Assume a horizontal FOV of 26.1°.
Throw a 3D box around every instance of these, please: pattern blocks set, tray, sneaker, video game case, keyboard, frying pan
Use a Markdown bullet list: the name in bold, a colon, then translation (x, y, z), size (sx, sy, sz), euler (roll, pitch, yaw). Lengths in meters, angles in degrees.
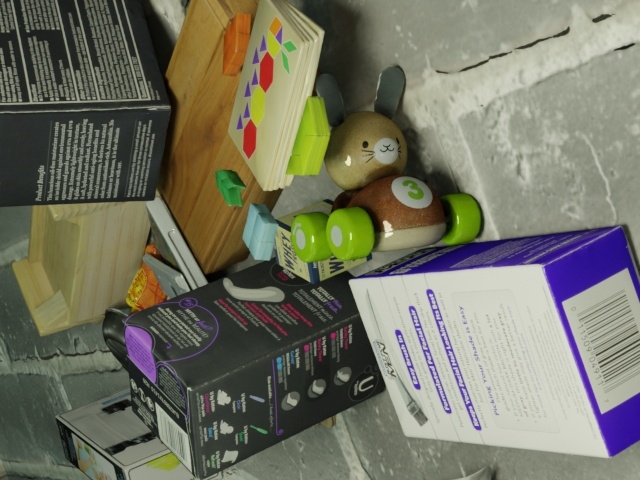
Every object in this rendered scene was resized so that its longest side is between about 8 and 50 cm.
- **pattern blocks set**: translation (-0.046, -0.159, 1.425), size (0.285, 0.026, 0.324), euler (-115, 36, -45)
- **tray**: translation (-0.122, -0.140, 1.729), size (0.202, 0.076, 0.411), euler (59, 152, 17)
- **sneaker**: translation (-0.268, 0.076, 2.150), size (0.064, 0.067, 0.175), euler (50, 146, 34)
- **video game case**: translation (-0.186, 0.059, 1.960), size (0.206, 0.026, 0.227), euler (60, 170, 12)
- **keyboard**: translation (-0.212, 0.064, 1.977), size (0.072, 0.014, 0.256), euler (59, 168, -15)
- **frying pan**: translation (-0.316, 0.181, 2.268), size (0.326, 0.053, 0.197), euler (7, 139, 56)

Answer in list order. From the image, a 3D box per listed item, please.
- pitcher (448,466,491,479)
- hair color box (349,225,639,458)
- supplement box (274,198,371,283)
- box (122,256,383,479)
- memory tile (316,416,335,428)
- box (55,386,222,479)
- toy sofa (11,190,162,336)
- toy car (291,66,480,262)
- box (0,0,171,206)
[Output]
- **pitcher**: translation (0.171, 0.368, 1.550), size (0.178, 0.126, 0.207), euler (103, 152, -78)
- **hair color box**: translation (0.177, 0.098, 1.335), size (0.339, 0.110, 0.185), euler (-8, 104, 60)
- **supplement box**: translation (0.000, 0.000, 1.601), size (0.083, 0.083, 0.056), euler (27, 133, 51)
- **box**: translation (-0.076, 0.138, 1.633), size (0.165, 0.270, 0.143), euler (39, 141, 43)
- **memory tile**: translation (-0.028, 0.183, 1.860), size (0.113, 0.012, 0.148), euler (-2, 107, 61)
- **box**: translation (-0.307, 0.344, 2.310), size (0.290, 0.169, 0.087), euler (21, 125, 56)
- **toy sofa**: translation (-0.375, -0.017, 2.169), size (0.150, 0.177, 0.362), euler (60, 153, 26)
- **toy car**: translation (0.056, -0.080, 1.393), size (0.149, 0.155, 0.188), euler (-5, 93, 61)
- **box**: translation (-0.376, -0.204, 1.804), size (0.182, 0.294, 0.296), euler (107, 153, -44)
